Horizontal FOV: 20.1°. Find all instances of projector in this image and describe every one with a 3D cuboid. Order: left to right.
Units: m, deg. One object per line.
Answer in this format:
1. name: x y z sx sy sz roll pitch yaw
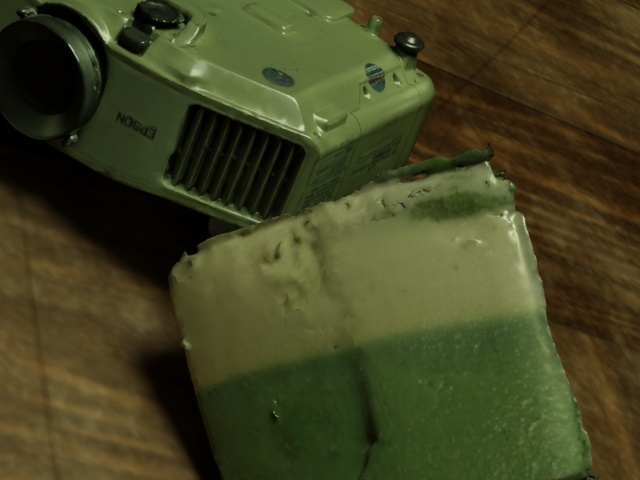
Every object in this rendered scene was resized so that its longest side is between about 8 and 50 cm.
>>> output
1. projector: -0.090 -0.110 0.953 0.269 0.088 0.193 32 31 18

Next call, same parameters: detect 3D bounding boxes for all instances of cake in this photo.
1. cake: 0.038 0.069 0.926 0.283 0.172 0.158 41 34 -79

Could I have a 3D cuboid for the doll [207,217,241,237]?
1. doll: 0.006 0.003 1.003 0.135 0.071 0.113 41 38 -9
